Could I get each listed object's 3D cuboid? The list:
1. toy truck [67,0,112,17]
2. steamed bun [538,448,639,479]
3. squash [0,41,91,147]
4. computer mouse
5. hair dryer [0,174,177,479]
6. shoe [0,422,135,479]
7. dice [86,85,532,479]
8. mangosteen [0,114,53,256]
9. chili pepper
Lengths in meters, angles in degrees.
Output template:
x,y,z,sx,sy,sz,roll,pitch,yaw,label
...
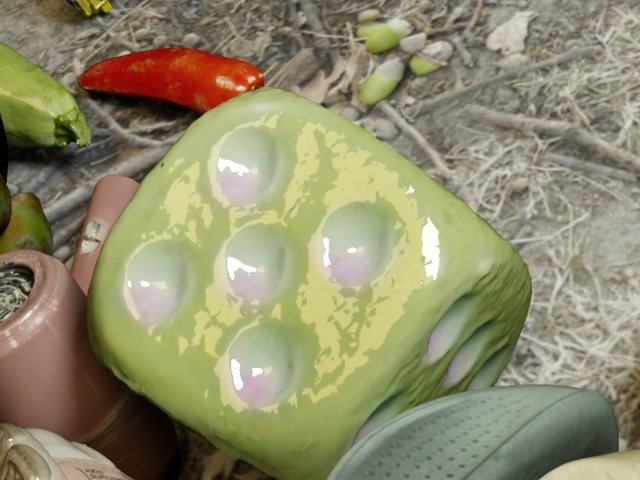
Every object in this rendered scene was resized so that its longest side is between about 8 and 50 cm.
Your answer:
x,y,z,sx,sy,sz,roll,pitch,yaw,label
-0.196,-0.337,1.710,0.227,0.098,0.114,-43,57,-8,toy truck
0.254,0.237,1.061,0.155,0.200,0.250,-53,56,26,steamed bun
-0.373,-0.163,1.641,0.370,0.118,0.118,15,63,27,squash
0.066,0.205,1.118,0.122,0.188,0.371,25,36,33,computer mouse
-0.210,0.043,1.401,0.125,0.210,0.352,-16,38,17,hair dryer
-0.126,0.276,1.202,0.351,0.198,0.172,50,126,30,shoe
-0.008,0.053,1.244,0.249,0.252,0.254,35,87,25,dice
-0.411,-0.054,1.459,0.330,0.330,0.330,-10,54,14,mangosteen
-0.126,-0.152,1.579,0.272,0.063,0.071,14,50,31,chili pepper
